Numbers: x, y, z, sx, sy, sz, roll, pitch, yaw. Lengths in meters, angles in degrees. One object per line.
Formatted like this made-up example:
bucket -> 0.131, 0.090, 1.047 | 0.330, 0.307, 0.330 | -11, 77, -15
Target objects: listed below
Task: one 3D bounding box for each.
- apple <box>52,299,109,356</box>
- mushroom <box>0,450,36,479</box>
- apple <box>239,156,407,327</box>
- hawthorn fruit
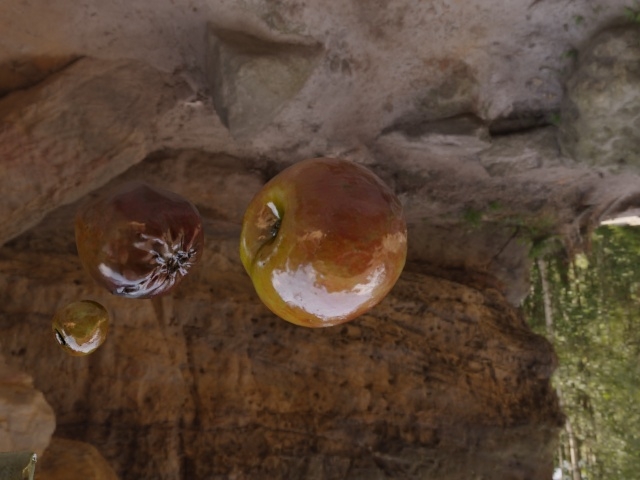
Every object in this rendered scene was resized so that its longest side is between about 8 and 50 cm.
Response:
apple -> -0.484, 0.177, 1.112 | 0.099, 0.114, 0.102 | 5, -156, 44
mushroom -> -0.768, 0.499, 1.136 | 0.313, 0.099, 0.081 | 2, 148, -18
apple -> 0.000, 0.000, 0.934 | 0.302, 0.301, 0.301 | -3, 174, 0
hawthorn fruit -> -0.463, -0.010, 1.372 | 0.325, 0.308, 0.308 | 29, 176, 4
